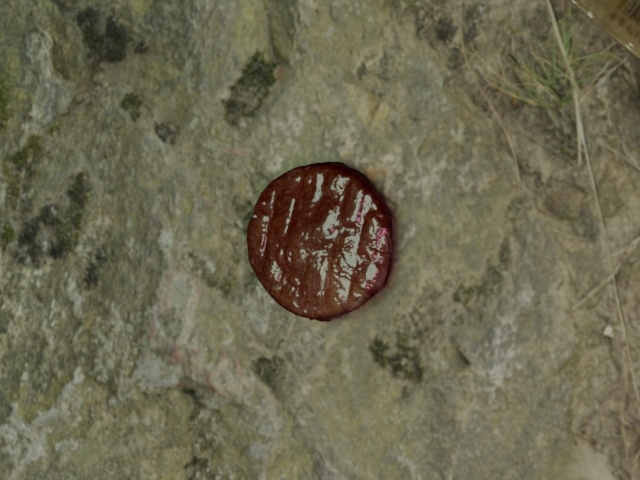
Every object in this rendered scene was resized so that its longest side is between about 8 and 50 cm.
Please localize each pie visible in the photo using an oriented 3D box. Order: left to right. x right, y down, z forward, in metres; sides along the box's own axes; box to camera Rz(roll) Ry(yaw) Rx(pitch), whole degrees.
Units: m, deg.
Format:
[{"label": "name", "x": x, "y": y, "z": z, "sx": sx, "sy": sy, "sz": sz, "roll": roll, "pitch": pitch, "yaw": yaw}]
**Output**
[{"label": "pie", "x": 0.000, "y": 0.000, "z": 1.955, "sx": 0.182, "sy": 0.049, "sz": 0.182, "roll": -1, "pitch": 88, "yaw": 29}]

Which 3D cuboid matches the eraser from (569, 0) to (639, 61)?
[{"label": "eraser", "x": 0.315, "y": -0.239, "z": 1.745, "sx": 0.343, "sy": 0.144, "sz": 0.078, "roll": 44, "pitch": 110, "yaw": 20}]
